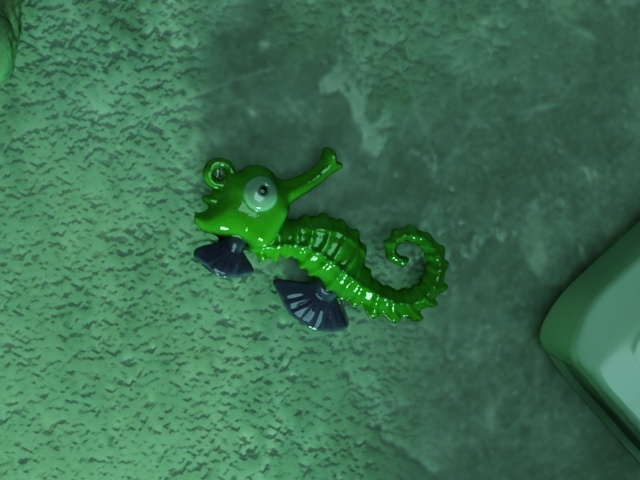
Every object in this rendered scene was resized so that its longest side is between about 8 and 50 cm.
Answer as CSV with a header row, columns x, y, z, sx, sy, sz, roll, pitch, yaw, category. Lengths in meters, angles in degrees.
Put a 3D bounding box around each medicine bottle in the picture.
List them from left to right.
x,y,z,sx,sy,sz,roll,pitch,yaw,category
0.324,0.020,1.126,0.324,0.124,0.179,-42,101,-2,medicine bottle

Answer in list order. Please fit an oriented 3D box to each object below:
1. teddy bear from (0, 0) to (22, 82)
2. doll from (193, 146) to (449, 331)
x,y,z,sx,sy,sz,roll,pitch,yaw,category
-0.317,-0.146,0.974,0.267,0.151,0.236,-12,105,-14,teddy bear
0.000,0.000,1.099,0.190,0.050,0.115,31,97,-14,doll
